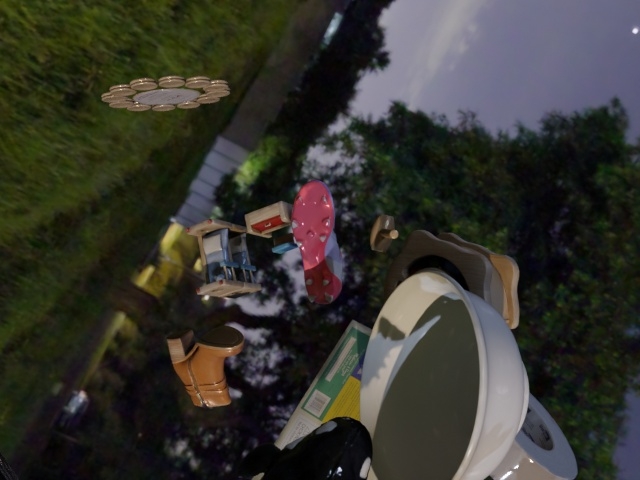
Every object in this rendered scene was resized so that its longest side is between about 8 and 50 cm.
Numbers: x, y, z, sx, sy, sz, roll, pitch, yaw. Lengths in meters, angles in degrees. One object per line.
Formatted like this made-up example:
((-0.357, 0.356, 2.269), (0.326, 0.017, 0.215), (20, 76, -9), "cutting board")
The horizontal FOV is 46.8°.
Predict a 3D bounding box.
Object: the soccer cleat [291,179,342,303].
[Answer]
((0.000, 0.000, 1.372), (0.095, 0.083, 0.248), (-56, 143, -62), "soccer cleat")

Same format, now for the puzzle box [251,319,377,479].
((0.058, 0.349, 1.089), (0.409, 0.272, 0.052), (-56, 152, -14), "puzzle box")

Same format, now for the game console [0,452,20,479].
((-0.347, 0.339, 0.843), (0.044, 0.213, 0.361), (-32, -157, -22), "game console")

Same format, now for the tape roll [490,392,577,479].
((0.317, 0.316, 1.212), (0.072, 0.219, 0.219), (-46, -166, 20), "tape roll")

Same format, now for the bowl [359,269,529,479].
((0.176, 0.194, 0.970), (0.298, 0.134, 0.298), (-169, -90, -68), "bowl")

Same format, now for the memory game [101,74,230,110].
((-0.224, -0.213, 1.076), (0.186, 0.186, 0.012), (169, -85, -80), "memory game")

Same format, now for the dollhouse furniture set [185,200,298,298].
((-0.131, 0.017, 1.364), (0.183, 0.129, 0.129), (-19, -105, 24), "dollhouse furniture set")

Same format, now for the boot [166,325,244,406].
((-0.196, 0.242, 1.387), (0.197, 0.152, 0.073), (-5, -162, 42), "boot")

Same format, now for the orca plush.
((-0.053, 0.283, 0.756), (0.287, 0.151, 0.102), (-28, 157, -16), "orca plush")

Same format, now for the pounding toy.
((0.154, 0.066, 1.122), (0.269, 0.154, 0.154), (27, -73, 49), "pounding toy")
